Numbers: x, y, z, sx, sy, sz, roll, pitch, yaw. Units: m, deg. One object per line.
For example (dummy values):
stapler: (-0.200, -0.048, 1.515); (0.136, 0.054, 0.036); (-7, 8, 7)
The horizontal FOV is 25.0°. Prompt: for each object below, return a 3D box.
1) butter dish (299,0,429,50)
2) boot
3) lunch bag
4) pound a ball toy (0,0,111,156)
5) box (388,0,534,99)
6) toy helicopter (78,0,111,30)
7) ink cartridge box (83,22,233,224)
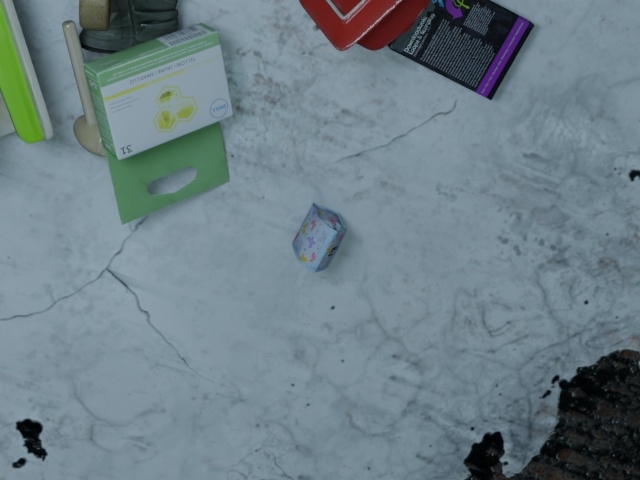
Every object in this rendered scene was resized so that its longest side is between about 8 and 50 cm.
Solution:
butter dish: (0.077, -0.304, 1.820); (0.160, 0.160, 0.118); (-43, 135, 10)
boot: (-0.286, -0.309, 1.790); (0.246, 0.083, 0.161); (8, 117, -10)
lunch bag: (0.000, 0.000, 1.955); (0.053, 0.083, 0.071); (22, 107, -16)
pound a ball toy: (-0.401, -0.230, 1.792); (0.208, 0.136, 0.319); (-26, 118, -23)
box: (0.184, -0.271, 1.899); (0.162, 0.029, 0.116); (24, 106, -18)
toy helicopter: (-0.246, -0.416, 1.629); (0.140, 0.235, 0.355); (2, 96, -9)
ink cartridge box: (-0.194, -0.141, 1.836); (0.171, 0.056, 0.235); (-24, 123, -23)
